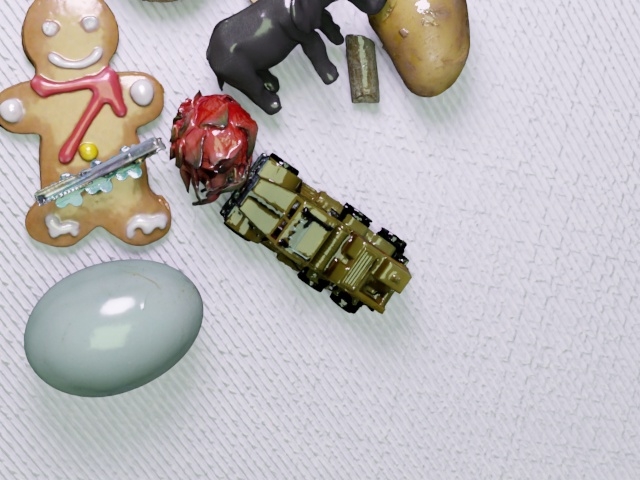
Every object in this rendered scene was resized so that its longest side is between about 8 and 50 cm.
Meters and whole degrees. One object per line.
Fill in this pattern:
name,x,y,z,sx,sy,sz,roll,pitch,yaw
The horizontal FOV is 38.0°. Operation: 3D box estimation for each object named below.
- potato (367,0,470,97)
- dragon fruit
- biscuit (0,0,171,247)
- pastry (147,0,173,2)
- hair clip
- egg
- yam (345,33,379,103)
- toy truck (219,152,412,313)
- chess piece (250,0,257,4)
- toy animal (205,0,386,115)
potato,0.135,-0.278,1.208,0.137,0.137,0.176,-33,109,-3
dragon fruit,-0.139,-0.121,1.187,0.121,0.130,0.142,-11,94,31
biscuit,-0.307,-0.154,1.191,0.216,0.047,0.340,-4,103,-11
pastry,-0.195,-0.394,1.138,0.192,0.093,0.182,42,89,-15
hair clip,-0.272,-0.082,1.167,0.173,0.049,0.049,-25,105,-3
egg,-0.262,0.110,1.191,0.231,0.168,0.168,-18,104,-9
yam,0.057,-0.230,1.246,0.043,0.043,0.094,-7,101,-9
toy truck,-0.002,-0.002,1.243,0.257,0.127,0.127,35,95,-12
chess piece,-0.039,-0.340,1.198,0.122,0.066,0.066,-34,106,4
toy animal,-0.032,-0.256,1.150,0.245,0.114,0.146,-38,133,9
